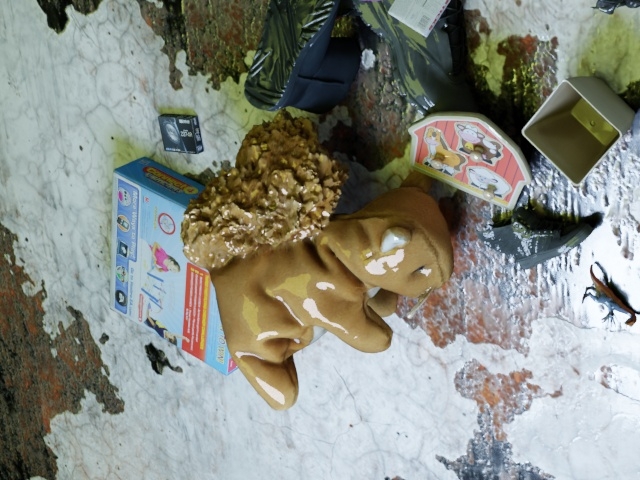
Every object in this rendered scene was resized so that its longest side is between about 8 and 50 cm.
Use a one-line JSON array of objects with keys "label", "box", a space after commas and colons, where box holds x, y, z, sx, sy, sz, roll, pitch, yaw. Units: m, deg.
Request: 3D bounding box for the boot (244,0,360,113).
[{"label": "boot", "box": [-0.003, -0.300, 1.959, 0.094, 0.207, 0.246, 31, 109, 20]}]

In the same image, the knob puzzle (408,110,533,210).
[{"label": "knob puzzle", "box": [0.211, -0.118, 1.895, 0.213, 0.030, 0.213, 24, 154, 12]}]

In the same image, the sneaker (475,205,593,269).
[{"label": "sneaker", "box": [0.312, -0.013, 1.934, 0.170, 0.051, 0.089, -31, 95, 48]}]

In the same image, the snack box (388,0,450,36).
[{"label": "snack box", "box": [0.168, -0.373, 1.829, 0.064, 0.022, 0.178, 36, 99, 18]}]

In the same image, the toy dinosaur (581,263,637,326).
[{"label": "toy dinosaur", "box": [0.418, 0.089, 1.907, 0.082, 0.047, 0.090, 13, 110, 15]}]

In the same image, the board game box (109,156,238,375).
[{"label": "board game box", "box": [-0.246, 0.045, 2.412, 0.302, 0.086, 0.308, 26, 126, 28]}]

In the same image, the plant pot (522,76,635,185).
[{"label": "plant pot", "box": [0.359, -0.158, 1.788, 0.109, 0.096, 0.109, 47, 133, 12]}]

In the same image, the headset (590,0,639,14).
[{"label": "headset", "box": [0.319, -0.481, 1.661, 0.243, 0.185, 0.394, -17, 85, 40]}]

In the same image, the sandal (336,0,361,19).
[{"label": "sandal", "box": [0.023, -0.363, 2.007, 0.179, 0.040, 0.067, 4, 114, 39]}]

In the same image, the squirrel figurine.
[{"label": "squirrel figurine", "box": [0.000, 0.000, 2.035, 0.370, 0.281, 0.397, -29, 106, 37]}]

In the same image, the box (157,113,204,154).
[{"label": "box", "box": [-0.246, -0.189, 2.340, 0.083, 0.018, 0.067, 9, 117, 37]}]

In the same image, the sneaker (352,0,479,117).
[{"label": "sneaker", "box": [0.157, -0.288, 1.894, 0.130, 0.109, 0.286, -29, 97, 30]}]
